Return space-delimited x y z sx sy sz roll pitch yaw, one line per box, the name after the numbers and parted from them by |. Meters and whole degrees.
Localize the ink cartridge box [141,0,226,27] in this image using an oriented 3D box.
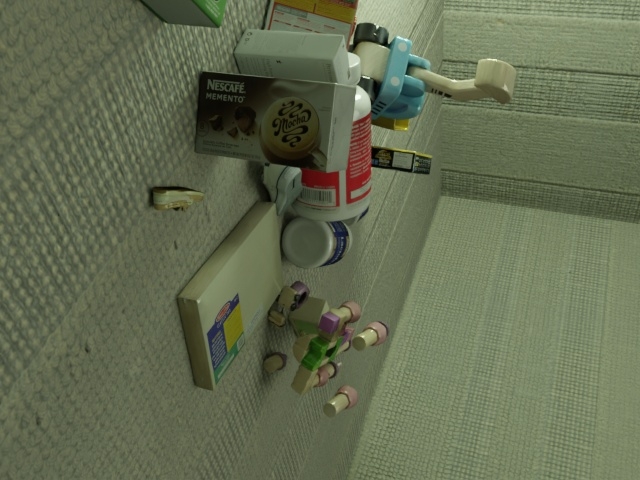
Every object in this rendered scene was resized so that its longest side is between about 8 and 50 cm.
-0.222 -0.523 1.092 0.201 0.117 0.278 27 75 -71 | ink cartridge box

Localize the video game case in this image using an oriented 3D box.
-0.015 -0.558 1.584 0.025 0.203 0.285 161 -59 -79 | video game case

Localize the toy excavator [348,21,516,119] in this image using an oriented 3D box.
0.287 -0.465 1.966 0.433 0.444 0.223 151 -48 -74 | toy excavator

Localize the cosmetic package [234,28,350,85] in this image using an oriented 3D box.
-0.059 -0.387 1.470 0.117 0.230 0.086 70 34 -55 | cosmetic package

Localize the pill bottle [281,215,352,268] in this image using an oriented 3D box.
0.000 0.000 1.977 0.264 0.153 0.153 -7 106 -71 | pill bottle

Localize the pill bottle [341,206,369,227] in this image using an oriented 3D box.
0.105 -0.117 2.295 0.186 0.111 0.112 -39 135 -63 | pill bottle

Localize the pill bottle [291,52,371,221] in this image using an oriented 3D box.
0.021 -0.275 1.772 0.229 0.228 0.408 -55 149 -53 | pill bottle

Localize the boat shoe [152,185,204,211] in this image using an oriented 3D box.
-0.274 -0.079 1.287 0.135 0.050 0.045 -5 108 -61 | boat shoe

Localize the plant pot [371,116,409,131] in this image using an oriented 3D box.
0.197 -0.486 2.260 0.212 0.187 0.212 -21 119 -68 | plant pot

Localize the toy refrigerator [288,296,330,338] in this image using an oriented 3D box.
-0.017 0.284 2.156 0.270 0.102 0.094 72 33 -56 | toy refrigerator

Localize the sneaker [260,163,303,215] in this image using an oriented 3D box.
-0.102 -0.145 1.692 0.094 0.091 0.258 -46 172 -20 | sneaker

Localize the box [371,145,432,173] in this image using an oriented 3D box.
0.242 -0.290 2.386 0.322 0.257 0.080 -12 110 -70 | box

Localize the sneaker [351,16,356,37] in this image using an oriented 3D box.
0.025 -0.528 1.843 0.225 0.088 0.093 -56 177 17 | sneaker

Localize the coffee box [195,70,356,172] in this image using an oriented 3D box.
-0.093 -0.241 1.343 0.119 0.297 0.168 -21 120 -65 | coffee box

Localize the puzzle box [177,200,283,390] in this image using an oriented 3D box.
-0.199 0.120 1.602 0.409 0.052 0.272 -56 151 -50 | puzzle box

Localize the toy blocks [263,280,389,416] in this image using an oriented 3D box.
0.026 0.292 1.950 0.260 0.308 0.289 -15 131 -61 | toy blocks
